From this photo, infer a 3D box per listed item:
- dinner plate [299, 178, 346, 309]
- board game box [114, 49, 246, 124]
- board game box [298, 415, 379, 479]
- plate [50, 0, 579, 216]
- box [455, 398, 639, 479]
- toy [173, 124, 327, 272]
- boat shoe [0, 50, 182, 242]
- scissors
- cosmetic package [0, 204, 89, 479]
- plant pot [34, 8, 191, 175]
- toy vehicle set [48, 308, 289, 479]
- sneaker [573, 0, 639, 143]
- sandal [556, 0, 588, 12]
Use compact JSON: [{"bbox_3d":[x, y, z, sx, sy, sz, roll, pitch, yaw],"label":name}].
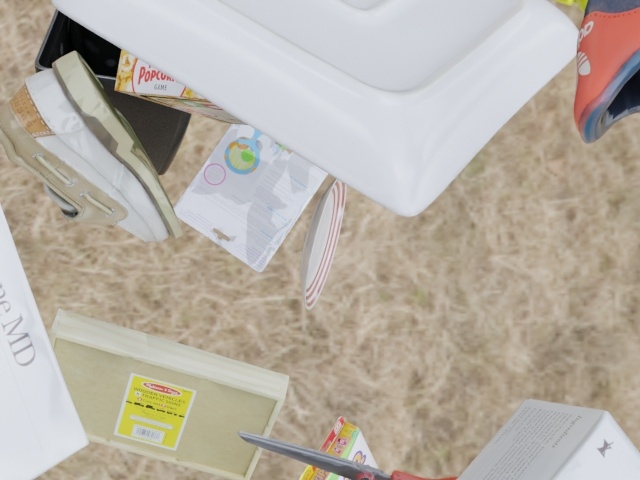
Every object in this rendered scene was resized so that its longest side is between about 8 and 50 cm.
[{"bbox_3d":[0.000,0.000,1.111,0.017,0.141,0.141,14,73,8],"label":"dinner plate"},{"bbox_3d":[-0.053,-0.126,0.944,0.147,0.194,0.045,10,89,-57],"label":"board game box"},{"bbox_3d":[0.043,0.383,1.689,0.124,0.039,0.259,-55,141,-26],"label":"board game box"},{"bbox_3d":[0.015,-0.160,0.742,0.277,0.045,0.278,32,44,16],"label":"plate"},{"bbox_3d":[0.204,0.262,0.937,0.182,0.119,0.181,-44,105,-20],"label":"box"},{"bbox_3d":[-0.068,-0.094,1.417,0.137,0.056,0.237,35,87,-6],"label":"toy"},{"bbox_3d":[-0.227,-0.073,1.108,0.103,0.113,0.302,-30,151,-3],"label":"boat shoe"},{"bbox_3d":[0.067,0.233,1.101,0.297,0.109,0.021,32,40,-17],"label":"scissors"},{"bbox_3d":[-0.358,0.112,0.650,0.385,0.156,0.217,-31,115,-33],"label":"cosmetic package"},{"bbox_3d":[-0.243,-0.189,1.378,0.188,0.167,0.187,9,43,-6],"label":"plant pot"},{"bbox_3d":[-0.186,0.182,1.262,0.267,0.166,0.035,17,40,-8],"label":"toy vehicle set"},{"bbox_3d":[0.279,-0.042,0.492,0.148,0.350,0.131,-63,159,-13],"label":"sneaker"},{"bbox_3d":[0.191,-0.298,1.056,0.318,0.126,0.138,14,46,-6],"label":"sandal"}]
